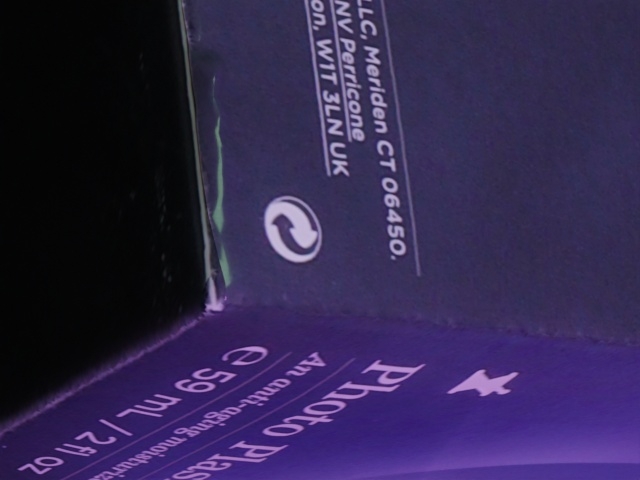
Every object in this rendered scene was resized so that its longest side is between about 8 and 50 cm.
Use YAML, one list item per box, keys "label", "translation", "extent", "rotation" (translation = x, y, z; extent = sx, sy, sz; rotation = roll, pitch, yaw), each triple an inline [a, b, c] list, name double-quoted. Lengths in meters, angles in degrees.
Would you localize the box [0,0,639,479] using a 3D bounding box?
- label: "box"
  translation: [0.000, 0.000, 0.583]
  extent: [0.294, 0.296, 0.182]
  rotation: [6, 66, -36]
